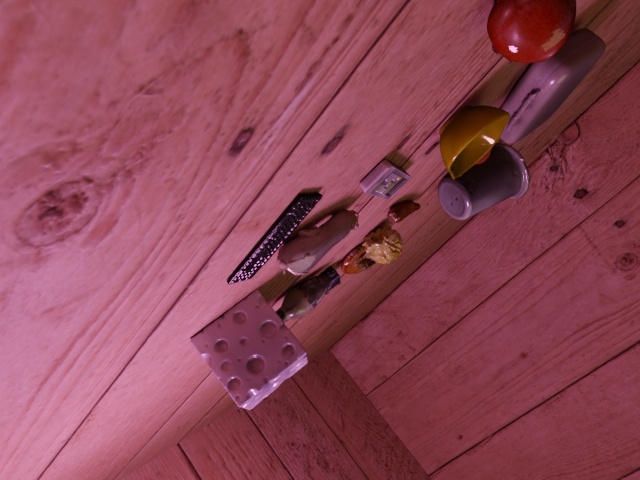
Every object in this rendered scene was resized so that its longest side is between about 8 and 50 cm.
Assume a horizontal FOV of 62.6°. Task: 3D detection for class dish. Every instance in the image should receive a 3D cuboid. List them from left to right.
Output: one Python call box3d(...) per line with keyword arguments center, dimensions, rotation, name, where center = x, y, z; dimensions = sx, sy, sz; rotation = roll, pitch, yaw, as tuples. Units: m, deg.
box3d(center=(0.415, -0.295, 1.499), dimensions=(0.221, 0.108, 0.262), rotation=(-41, 164, 3), name="dish")

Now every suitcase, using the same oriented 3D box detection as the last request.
box3d(center=(0.031, 0.148, 1.952), dimensions=(0.086, 0.059, 0.126), rotation=(-40, 165, -7), name="suitcase")

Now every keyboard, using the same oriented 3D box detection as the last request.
box3d(center=(-0.110, -0.001, 1.252), dimensions=(0.309, 0.018, 0.101), rotation=(-47, 163, 27), name="keyboard")

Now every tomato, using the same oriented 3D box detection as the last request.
box3d(center=(0.410, -0.429, 1.006), dimensions=(0.167, 0.167, 0.167), rotation=(-37, 165, -12), name="tomato")

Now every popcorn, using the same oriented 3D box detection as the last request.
box3d(center=(0.234, 0.018, 1.927), dimensions=(0.141, 0.135, 0.162), rotation=(-33, 164, -3), name="popcorn")

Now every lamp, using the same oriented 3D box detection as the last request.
box3d(center=(-0.056, 0.197, 1.806), dimensions=(0.250, 0.101, 0.101), rotation=(-36, 165, -23), name="lamp")

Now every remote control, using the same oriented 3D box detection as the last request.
box3d(center=(0.183, -0.165, 1.460), dimensions=(0.103, 0.034, 0.250), rotation=(-44, 165, 15), name="remote control")

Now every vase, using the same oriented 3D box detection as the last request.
box3d(center=(0.612, -0.217, 2.036), dimensions=(0.291, 0.245, 0.245), rotation=(-26, 162, -17), name="vase")

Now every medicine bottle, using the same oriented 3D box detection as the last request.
box3d(center=(0.701, -0.473, 1.648), dimensions=(0.282, 0.123, 0.375), rotation=(-33, 163, -19), name="medicine bottle")

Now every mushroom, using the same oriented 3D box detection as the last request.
box3d(center=(0.000, 0.000, 1.385), dimensions=(0.278, 0.099, 0.096), rotation=(-36, 171, -27), name="mushroom")

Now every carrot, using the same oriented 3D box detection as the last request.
box3d(center=(0.304, -0.110, 1.881), dimensions=(0.059, 0.059, 0.248), rotation=(-49, 166, 32), name="carrot")

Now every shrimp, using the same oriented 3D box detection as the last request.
box3d(center=(0.157, 0.071, 2.039), dimensions=(0.150, 0.068, 0.249), rotation=(-49, 159, 11), name="shrimp")

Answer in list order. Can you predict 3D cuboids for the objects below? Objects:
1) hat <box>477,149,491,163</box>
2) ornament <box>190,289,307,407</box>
box3d(center=(0.533, -0.312, 1.828), dimensions=(0.112, 0.093, 0.162), rotation=(-32, -175, 10), name="hat")
box3d(center=(-0.202, 0.331, 1.572), dimensions=(0.239, 0.240, 0.240), rotation=(-38, 165, -13), name="ornament")
